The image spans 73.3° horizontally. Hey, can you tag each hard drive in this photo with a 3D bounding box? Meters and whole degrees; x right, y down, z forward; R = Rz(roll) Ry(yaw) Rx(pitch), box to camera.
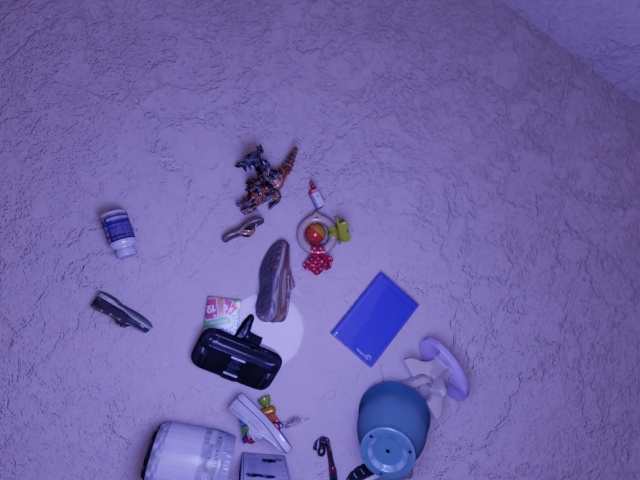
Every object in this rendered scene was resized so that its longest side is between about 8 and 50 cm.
[{"bbox_3d":[0.220,0.314,1.724,0.210,0.040,0.318,41,77,-3],"label":"hard drive"}]

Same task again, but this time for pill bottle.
[{"bbox_3d":[-0.731,-0.021,1.570,0.094,0.094,0.169,-20,86,-12],"label":"pill bottle"}]

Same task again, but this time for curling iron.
[{"bbox_3d":[0.032,0.874,1.619,0.068,0.035,0.273,-15,85,-8],"label":"curling iron"}]

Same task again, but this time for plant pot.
[{"bbox_3d":[0.247,0.681,1.522,0.272,0.255,0.271,2,97,15],"label":"plant pot"}]

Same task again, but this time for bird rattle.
[{"bbox_3d":[0.000,0.000,1.710,0.207,0.143,0.253,40,91,9],"label":"bird rattle"}]

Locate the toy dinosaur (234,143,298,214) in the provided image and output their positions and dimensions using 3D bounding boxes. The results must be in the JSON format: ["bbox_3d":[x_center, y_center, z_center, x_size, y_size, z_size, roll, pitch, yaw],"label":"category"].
[{"bbox_3d":[-0.218,-0.250,1.692,0.218,0.164,0.322,47,58,-16],"label":"toy dinosaur"}]

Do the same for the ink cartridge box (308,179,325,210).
[{"bbox_3d":[-0.025,-0.183,1.735,0.029,0.063,0.115,-27,88,-15],"label":"ink cartridge box"}]

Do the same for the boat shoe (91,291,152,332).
[{"bbox_3d":[-0.712,0.272,1.545,0.228,0.081,0.068,33,81,3],"label":"boat shoe"}]

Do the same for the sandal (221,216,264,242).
[{"bbox_3d":[-0.293,-0.032,1.662,0.180,0.072,0.049,-29,78,-6],"label":"sandal"}]

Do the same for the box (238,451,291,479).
[{"bbox_3d":[-0.194,0.817,1.456,0.169,0.290,0.087,9,81,-10],"label":"box"}]

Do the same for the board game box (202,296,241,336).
[{"bbox_3d":[-0.379,0.347,1.617,0.124,0.039,0.259,8,84,-9],"label":"board game box"}]

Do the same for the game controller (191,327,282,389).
[{"bbox_3d":[-0.306,0.439,1.574,0.319,0.067,0.166,27,111,-13],"label":"game controller"}]

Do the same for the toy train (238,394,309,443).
[{"bbox_3d":[-0.182,0.636,1.587,0.248,0.105,0.143,-19,73,-12],"label":"toy train"}]

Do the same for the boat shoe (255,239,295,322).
[{"bbox_3d":[-0.162,0.159,1.651,0.116,0.123,0.324,25,67,-40],"label":"boat shoe"}]

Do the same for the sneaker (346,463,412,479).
[{"bbox_3d":[0.228,0.893,1.621,0.272,0.100,0.107,-13,90,-12],"label":"sneaker"}]

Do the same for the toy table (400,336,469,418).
[{"bbox_3d":[0.433,0.529,1.645,0.161,0.252,0.274,-30,81,-28],"label":"toy table"}]

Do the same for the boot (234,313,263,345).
[{"bbox_3d":[-0.260,0.352,1.621,0.099,0.045,0.121,40,73,-20],"label":"boot"}]

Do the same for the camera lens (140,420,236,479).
[{"bbox_3d":[-0.445,0.744,1.456,0.275,0.219,0.219,14,80,-8],"label":"camera lens"}]

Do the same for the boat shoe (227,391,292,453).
[{"bbox_3d":[-0.213,0.643,1.476,0.268,0.096,0.088,38,70,19],"label":"boat shoe"}]
